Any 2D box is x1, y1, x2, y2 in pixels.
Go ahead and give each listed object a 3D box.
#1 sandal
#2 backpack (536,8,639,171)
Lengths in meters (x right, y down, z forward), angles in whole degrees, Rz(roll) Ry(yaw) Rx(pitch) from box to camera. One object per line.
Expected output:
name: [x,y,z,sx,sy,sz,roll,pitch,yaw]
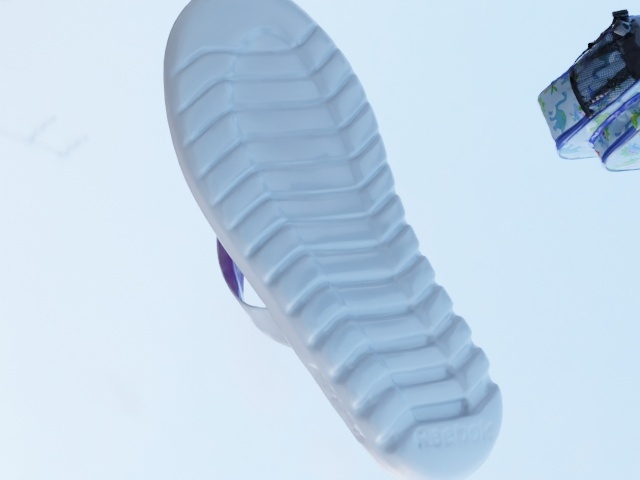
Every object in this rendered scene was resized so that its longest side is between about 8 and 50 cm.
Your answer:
sandal: [-0.012,0.004,1.287,0.102,0.169,0.416,-34,-100,56]
backpack: [0.209,-0.093,1.152,0.114,0.105,0.084,-37,-115,46]
